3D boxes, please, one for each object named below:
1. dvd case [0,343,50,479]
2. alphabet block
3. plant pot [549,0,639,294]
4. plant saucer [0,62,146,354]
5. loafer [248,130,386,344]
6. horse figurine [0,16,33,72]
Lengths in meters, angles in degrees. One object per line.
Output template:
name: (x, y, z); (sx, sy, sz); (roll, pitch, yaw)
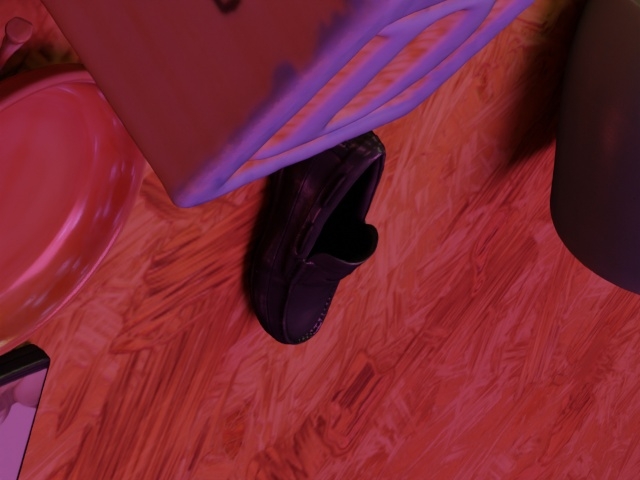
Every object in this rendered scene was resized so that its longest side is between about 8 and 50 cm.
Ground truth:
dvd case: (-0.279, 0.172, 1.139); (0.253, 0.022, 0.180); (-22, 141, -48)
alphabet block: (-0.014, -0.162, 0.891); (0.193, 0.197, 0.192); (-25, 169, -47)
plant pot: (0.332, -0.124, 1.533); (0.293, 0.293, 0.235); (-37, 137, -32)
plant saucer: (-0.180, -0.016, 1.049); (0.200, 0.037, 0.200); (-40, 151, -27)
loafer: (0.000, 0.000, 1.335); (0.076, 0.078, 0.223); (-33, 148, -37)
horse figurine: (-0.221, -0.022, 0.874); (0.174, 0.066, 0.263); (-36, -156, 51)
